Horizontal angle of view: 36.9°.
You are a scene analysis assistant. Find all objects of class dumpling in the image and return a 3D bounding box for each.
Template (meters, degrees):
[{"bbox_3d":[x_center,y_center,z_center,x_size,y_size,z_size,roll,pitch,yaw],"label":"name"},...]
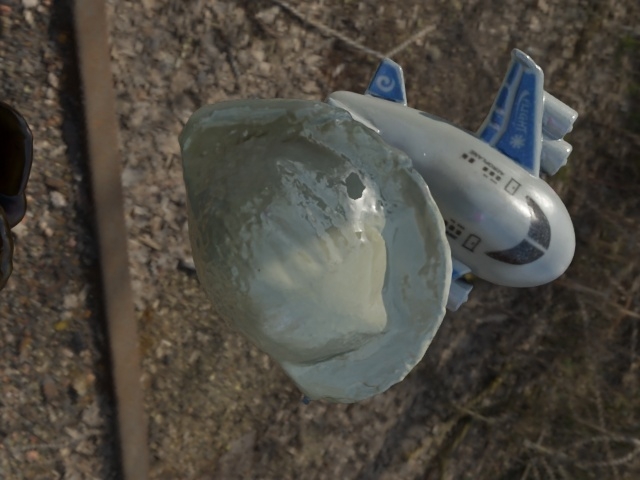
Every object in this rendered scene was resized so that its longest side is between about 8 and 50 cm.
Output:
[{"bbox_3d":[-0.002,-0.004,0.660,0.167,0.215,0.126,-27,161,12],"label":"dumpling"}]

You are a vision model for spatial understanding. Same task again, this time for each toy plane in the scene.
[{"bbox_3d":[0.113,-0.051,0.867,0.122,0.267,0.266,-53,159,-82],"label":"toy plane"}]

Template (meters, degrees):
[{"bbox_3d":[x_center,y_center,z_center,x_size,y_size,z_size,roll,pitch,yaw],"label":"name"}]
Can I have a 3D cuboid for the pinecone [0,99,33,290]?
[{"bbox_3d":[-0.303,-0.042,0.535,0.309,0.244,0.243,-17,120,-46],"label":"pinecone"}]
